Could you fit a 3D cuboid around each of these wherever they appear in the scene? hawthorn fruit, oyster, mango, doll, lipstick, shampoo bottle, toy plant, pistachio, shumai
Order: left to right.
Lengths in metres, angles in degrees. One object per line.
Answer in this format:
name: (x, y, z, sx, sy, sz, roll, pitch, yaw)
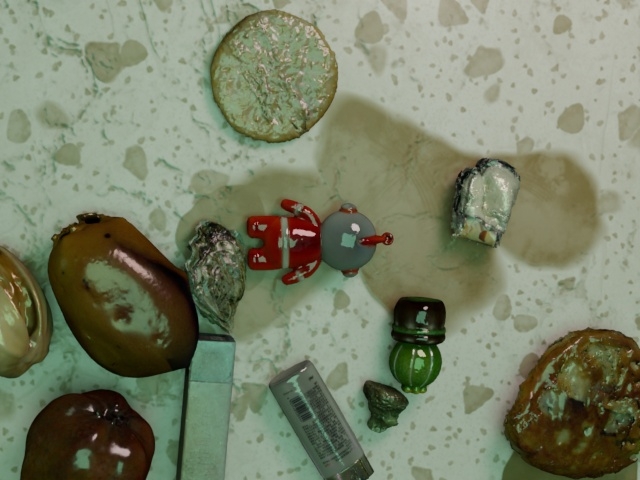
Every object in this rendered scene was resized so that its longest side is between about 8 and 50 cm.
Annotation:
pistachio: (-0.508, 0.102, 1.733, 0.157, 0.157, 0.230, -30, 88, -7)
hawthorn fruit: (-0.375, 0.361, 1.762, 0.208, 0.208, 0.248, 25, 114, -12)
mango: (-0.312, 0.089, 1.760, 0.201, 0.152, 0.287, -41, 103, -8)
lipstick: (-0.195, 0.342, 1.844, 0.076, 0.080, 0.372, 5, 95, -13)
oyster: (-0.175, 0.059, 1.834, 0.124, 0.064, 0.177, 12, 82, -27)
doll: (0.000, 0.000, 1.855, 0.244, 0.076, 0.143, -3, 97, -7)
shampoo bottle: (0.002, 0.318, 1.891, 0.086, 0.056, 0.227, -31, 100, -6)
shumai: (0.102, 0.287, 1.903, 0.083, 0.082, 0.081, 22, 92, 11)
toy plant: (0.164, 0.179, 1.894, 0.092, 0.093, 0.163, 4, 94, -12)

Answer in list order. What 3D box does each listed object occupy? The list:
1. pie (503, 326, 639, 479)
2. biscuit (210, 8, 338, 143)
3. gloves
pie: (0.468, 0.286, 1.967, 0.308, 0.085, 0.309, -2, 97, -16)
biscuit: (-0.075, -0.269, 1.835, 0.219, 0.033, 0.220, -1, 94, -11)
gloves: (0.275, -0.068, 1.905, 0.114, 0.070, 0.153, 16, 91, -6)
